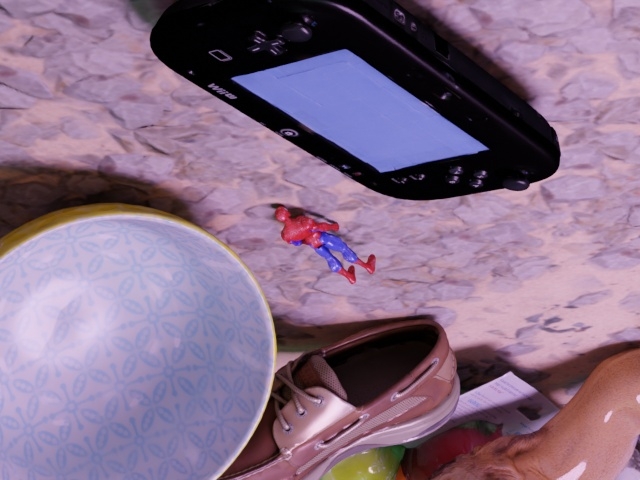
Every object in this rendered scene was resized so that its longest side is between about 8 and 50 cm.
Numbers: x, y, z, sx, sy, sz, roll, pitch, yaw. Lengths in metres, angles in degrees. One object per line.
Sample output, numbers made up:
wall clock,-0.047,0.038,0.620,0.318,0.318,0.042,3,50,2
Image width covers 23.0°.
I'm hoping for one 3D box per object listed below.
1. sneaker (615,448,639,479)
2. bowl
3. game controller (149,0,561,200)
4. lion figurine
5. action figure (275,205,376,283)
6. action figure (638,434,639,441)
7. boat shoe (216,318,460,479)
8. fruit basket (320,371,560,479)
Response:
sneaker,0.395,0.342,1.826,0.095,0.090,0.235,-33,107,21
bowl,-0.198,0.088,1.351,0.289,0.289,0.156,11,-166,-24
game controller,0.032,-0.100,1.104,0.166,0.067,0.319,-19,149,33
lion figurine,0.281,0.218,1.641,0.240,0.392,0.142,44,175,-25
action figure,0.000,0.000,1.357,0.038,0.030,0.115,-25,141,31
action figure,0.507,0.267,1.814,0.276,0.141,0.164,-1,166,-3
boat shoe,-0.013,0.159,1.527,0.324,0.123,0.116,-24,139,-21
fruit basket,0.097,0.241,1.771,0.353,0.165,0.327,-31,153,13
